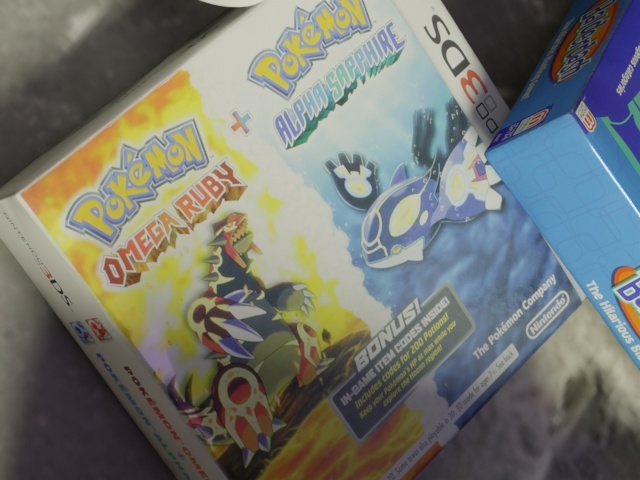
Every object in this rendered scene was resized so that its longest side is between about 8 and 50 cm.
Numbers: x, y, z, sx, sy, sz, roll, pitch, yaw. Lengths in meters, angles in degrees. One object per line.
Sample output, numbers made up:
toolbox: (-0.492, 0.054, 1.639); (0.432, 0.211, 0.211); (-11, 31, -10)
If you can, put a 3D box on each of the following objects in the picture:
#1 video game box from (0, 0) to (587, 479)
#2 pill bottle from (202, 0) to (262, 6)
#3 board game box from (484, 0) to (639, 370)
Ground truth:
video game box: (0.000, 0.000, 0.684); (0.205, 0.048, 0.187); (-43, 104, -29)
pill bottle: (-0.001, -0.195, 0.666); (0.117, 0.117, 0.215); (41, 65, -21)
board game box: (0.169, -0.004, 0.757); (0.210, 0.047, 0.160); (52, 38, -16)
